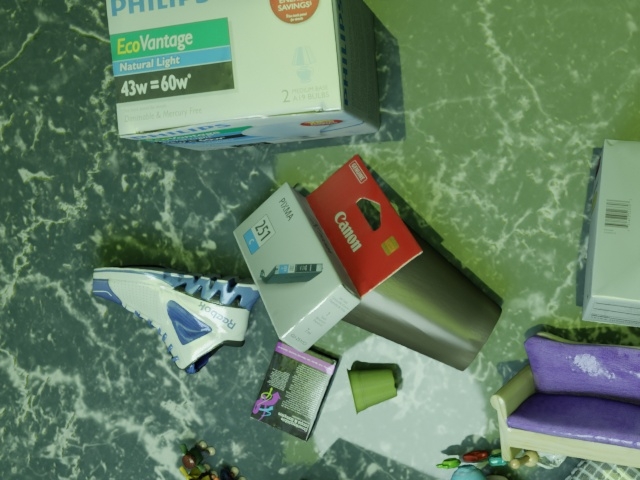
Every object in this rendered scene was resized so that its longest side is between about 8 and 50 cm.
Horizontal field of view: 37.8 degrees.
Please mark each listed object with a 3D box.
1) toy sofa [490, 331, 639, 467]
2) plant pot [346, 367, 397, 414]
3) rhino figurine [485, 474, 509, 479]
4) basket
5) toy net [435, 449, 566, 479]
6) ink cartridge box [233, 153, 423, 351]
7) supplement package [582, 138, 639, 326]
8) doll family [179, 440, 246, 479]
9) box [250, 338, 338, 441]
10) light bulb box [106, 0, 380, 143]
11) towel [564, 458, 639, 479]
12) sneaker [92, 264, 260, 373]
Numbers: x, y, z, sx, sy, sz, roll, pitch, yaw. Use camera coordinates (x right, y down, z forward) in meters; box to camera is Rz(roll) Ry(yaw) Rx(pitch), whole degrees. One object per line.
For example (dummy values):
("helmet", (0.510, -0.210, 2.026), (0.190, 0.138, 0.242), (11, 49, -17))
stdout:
("toy sofa", (0.459, 0.259, 1.450), (0.362, 0.150, 0.177), (2, 108, 36))
("plant pot", (0.093, 0.259, 1.653), (0.079, 0.083, 0.083), (-12, 90, 0))
("rhino figurine", (0.348, 0.502, 1.604), (0.243, 0.073, 0.106), (43, 103, 6))
("basket", (0.178, 0.109, 1.587), (0.226, 0.154, 0.204), (33, 86, 6))
("toy net", (0.321, 0.383, 1.594), (0.232, 0.122, 0.045), (-11, 89, -8))
("ink cartridge box", (0.000, 0.000, 1.572), (0.261, 0.066, 0.296), (-41, 41, 11))
("supplement package", (0.527, -0.004, 1.460), (0.203, 0.145, 0.262), (6, 71, 13))
("doll family", (-0.193, 0.452, 1.702), (0.193, 0.111, 0.076), (36, 99, 8))
("box", (-0.048, 0.270, 1.704), (0.116, 0.029, 0.162), (22, 96, 12))
("light bulb box", (-0.106, -0.281, 1.521), (0.357, 0.361, 0.225), (-5, 91, 13))
("towel", (0.491, 0.498, 1.496), (0.283, 0.121, 0.235), (40, 75, 15))
("sneaker", (-0.268, 0.143, 1.697), (0.315, 0.127, 0.182), (7, 92, 11))
